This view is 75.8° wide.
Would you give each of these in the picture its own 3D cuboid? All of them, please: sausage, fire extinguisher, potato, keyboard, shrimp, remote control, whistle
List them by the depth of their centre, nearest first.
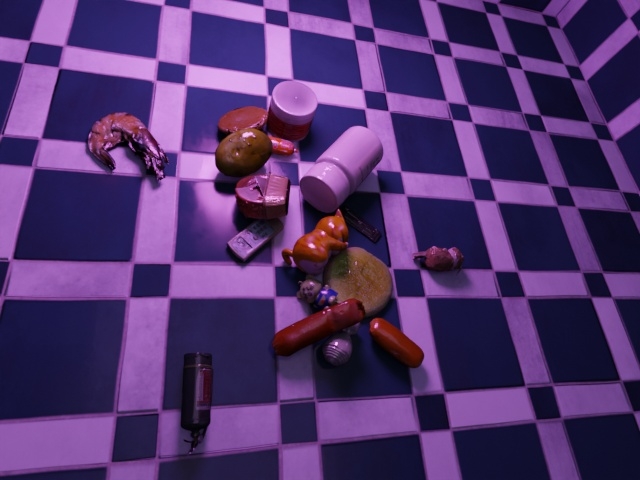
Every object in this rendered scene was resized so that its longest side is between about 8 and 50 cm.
[{"bbox_3d":[-0.384,0.505,1.282,0.093,0.118,0.294,-13,64,16],"label":"fire extinguisher"},{"bbox_3d":[-0.006,0.302,1.453,0.349,0.094,0.097,-24,95,-8],"label":"sausage"},{"bbox_3d":[0.013,0.217,1.535,0.228,0.085,0.105,32,104,7],"label":"whistle"},{"bbox_3d":[0.279,0.383,1.540,0.238,0.098,0.098,39,61,2],"label":"sausage"},{"bbox_3d":[-0.251,-0.020,1.608,0.098,0.038,0.233,44,62,8],"label":"remote control"},{"bbox_3d":[-0.757,-0.351,1.610,0.233,0.071,0.364,-34,79,-18],"label":"shrimp"},{"bbox_3d":[-0.314,-0.356,1.671,0.254,0.186,0.149,-26,31,-29],"label":"potato"},{"bbox_3d":[0.167,-0.072,1.771,0.204,0.013,0.061,37,61,3],"label":"keyboard"},{"bbox_3d":[-0.212,-0.417,1.794,0.235,0.071,0.071,10,63,-11],"label":"sausage"}]

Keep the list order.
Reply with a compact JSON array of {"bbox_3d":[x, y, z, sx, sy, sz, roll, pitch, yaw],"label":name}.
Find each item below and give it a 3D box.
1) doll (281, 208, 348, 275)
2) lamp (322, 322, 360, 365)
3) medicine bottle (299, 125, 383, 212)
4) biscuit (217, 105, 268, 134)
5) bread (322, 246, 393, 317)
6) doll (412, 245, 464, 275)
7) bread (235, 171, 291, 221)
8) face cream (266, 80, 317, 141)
[{"bbox_3d":[0.005,0.018,1.597,0.270,0.166,0.162,-36,78,-31],"label":"doll"},{"bbox_3d":[0.079,0.364,1.489,0.106,0.106,0.193,34,50,2],"label":"lamp"},{"bbox_3d":[0.094,-0.305,1.751,0.211,0.211,0.371,38,61,4],"label":"medicine bottle"},{"bbox_3d":[-0.332,-0.515,1.778,0.226,0.042,0.225,-4,44,4],"label":"biscuit"},{"bbox_3d":[0.148,0.163,1.635,0.302,0.045,0.301,6,64,-11],"label":"bread"},{"bbox_3d":[0.503,0.076,1.746,0.222,0.105,0.114,10,64,-13],"label":"doll"},{"bbox_3d":[-0.225,-0.180,1.617,0.212,0.142,0.224,4,43,-2],"label":"bread"},{"bbox_3d":[-0.130,-0.567,1.824,0.201,0.187,0.200,7,63,-13],"label":"face cream"}]
